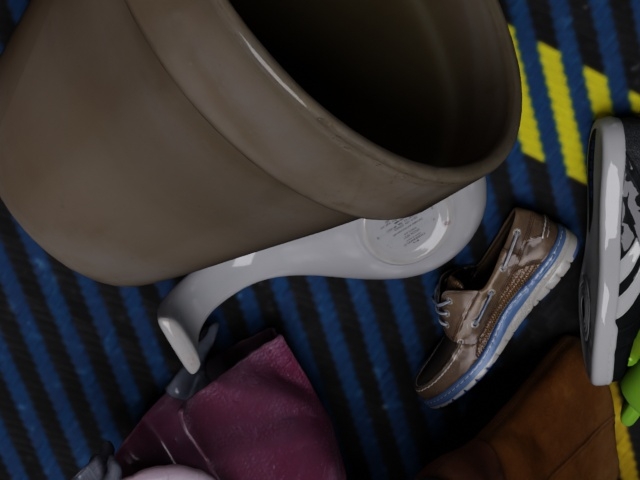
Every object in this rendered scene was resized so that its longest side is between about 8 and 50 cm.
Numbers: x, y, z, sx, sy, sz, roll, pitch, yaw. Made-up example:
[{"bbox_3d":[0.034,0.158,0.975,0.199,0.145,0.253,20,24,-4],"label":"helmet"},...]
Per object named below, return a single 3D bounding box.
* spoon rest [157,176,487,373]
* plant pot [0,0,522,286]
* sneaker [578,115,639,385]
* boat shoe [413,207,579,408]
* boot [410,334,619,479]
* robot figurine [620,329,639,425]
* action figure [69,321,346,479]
[{"bbox_3d":[0.000,0.000,1.347,0.276,0.084,0.137,-28,117,-2],"label":"spoon rest"},{"bbox_3d":[-0.075,-0.115,1.167,0.280,0.323,0.323,-33,116,33],"label":"plant pot"},{"bbox_3d":[0.267,0.012,1.340,0.121,0.079,0.217,0,109,-2],"label":"sneaker"},{"bbox_3d":[0.124,0.050,1.380,0.066,0.066,0.183,34,102,-13],"label":"boat shoe"},{"bbox_3d":[0.153,0.249,1.380,0.096,0.280,0.264,-3,112,38],"label":"boot"},{"bbox_3d":[0.290,0.108,1.410,0.101,0.067,0.115,36,113,2],"label":"robot figurine"},{"bbox_3d":[0.004,0.243,1.373,0.248,0.276,0.370,-43,98,13],"label":"action figure"}]
